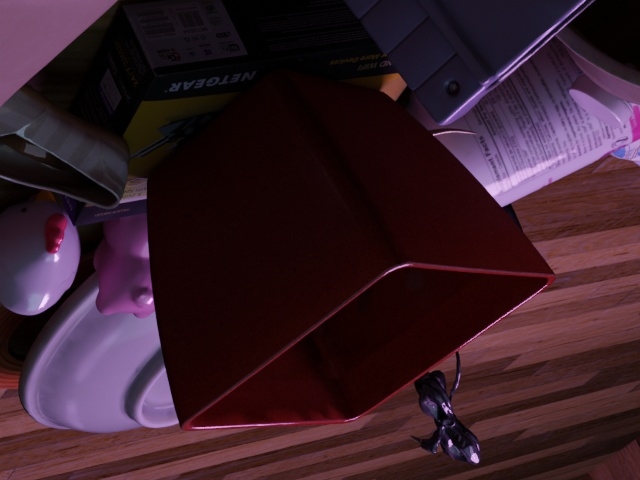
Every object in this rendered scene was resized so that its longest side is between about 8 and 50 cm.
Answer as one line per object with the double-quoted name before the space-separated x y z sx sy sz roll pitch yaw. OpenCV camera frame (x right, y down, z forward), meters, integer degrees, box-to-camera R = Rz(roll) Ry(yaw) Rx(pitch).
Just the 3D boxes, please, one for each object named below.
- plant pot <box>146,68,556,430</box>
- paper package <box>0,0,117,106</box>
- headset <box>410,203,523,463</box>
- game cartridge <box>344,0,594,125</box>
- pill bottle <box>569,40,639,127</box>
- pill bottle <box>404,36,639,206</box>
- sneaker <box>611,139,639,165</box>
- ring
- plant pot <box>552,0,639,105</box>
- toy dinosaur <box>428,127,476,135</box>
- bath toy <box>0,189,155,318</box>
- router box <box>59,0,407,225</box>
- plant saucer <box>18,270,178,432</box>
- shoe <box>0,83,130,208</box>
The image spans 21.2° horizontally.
"plant pot" 0.000 0.000 1.530 0.267 0.235 0.267 -38 156 28
"paper package" -0.219 -0.247 1.017 0.325 0.168 0.309 -37 157 25
"headset" 0.122 0.072 1.902 0.243 0.394 0.185 -24 117 13
"game cartridge" 0.145 -0.278 1.284 0.355 0.230 0.068 -42 175 34
"pill bottle" 0.313 -0.189 1.675 0.152 0.086 0.086 -53 159 -4
"pill bottle" 0.192 -0.124 1.799 0.283 0.160 0.160 -26 159 0
"sneaker" 0.382 -0.137 2.126 0.086 0.085 0.237 -5 170 19
"ring" -0.255 0.093 1.974 0.337 0.032 0.336 -23 158 -10
"plant pot" 0.317 -0.251 1.485 0.334 0.333 0.305 -26 171 0
"toy dinosaur" 0.059 -0.086 1.689 0.183 0.053 0.092 -27 179 9
"bath toy" -0.160 0.005 1.701 0.348 0.151 0.129 3 154 -27
"router box" -0.073 -0.131 1.582 0.309 0.081 0.243 -12 155 -32
"plant saucer" -0.146 0.109 1.936 0.400 0.100 0.400 -32 158 -15
"shoe" -0.251 -0.086 1.412 0.219 0.058 0.076 23 141 -31
